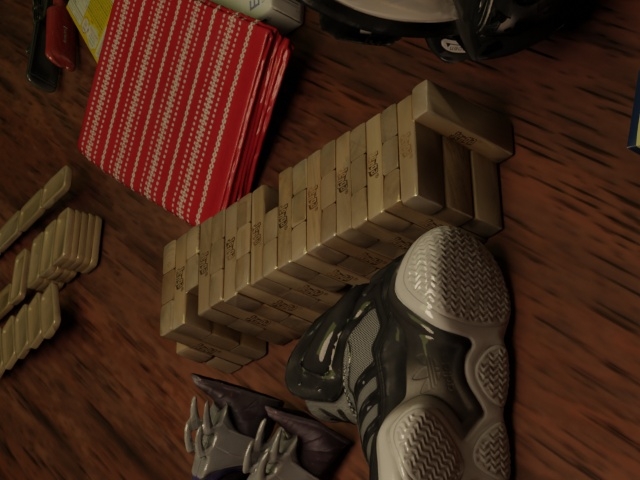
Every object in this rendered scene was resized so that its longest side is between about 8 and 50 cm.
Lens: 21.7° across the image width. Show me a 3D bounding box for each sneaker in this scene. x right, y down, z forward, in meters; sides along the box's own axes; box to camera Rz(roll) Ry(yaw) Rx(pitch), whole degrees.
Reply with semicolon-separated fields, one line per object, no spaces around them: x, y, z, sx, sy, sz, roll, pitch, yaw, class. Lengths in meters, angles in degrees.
0.049;0.128;1.158;0.153;0.101;0.268;-26;45;44;sneaker

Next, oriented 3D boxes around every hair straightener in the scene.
-0.322;-0.253;1.923;0.089;0.047;0.230;-42;41;31;hair straightener

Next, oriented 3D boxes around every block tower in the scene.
0.000;0.000;1.304;0.335;0.091;0.097;-32;48;40;block tower

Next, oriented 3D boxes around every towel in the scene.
-0.133;-0.132;1.557;0.275;0.031;0.199;30;108;48;towel

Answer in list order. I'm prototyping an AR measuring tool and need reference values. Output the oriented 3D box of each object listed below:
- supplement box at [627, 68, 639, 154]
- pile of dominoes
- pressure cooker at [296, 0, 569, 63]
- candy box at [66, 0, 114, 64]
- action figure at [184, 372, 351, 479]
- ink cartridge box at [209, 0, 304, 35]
0.249;-0.073;1.019;0.083;0.083;0.056;-10;63;51;supplement box
-0.304;0.052;1.748;0.251;0.040;0.196;-36;44;48;pile of dominoes
0.059;-0.345;1.187;0.375;0.370;0.420;-57;32;20;pressure cooker
-0.223;-0.251;1.798;0.105;0.027;0.206;-60;34;20;candy box
-0.085;0.254;1.262;0.185;0.099;0.285;18;88;50;action figure
-0.099;-0.261;1.631;0.224;0.045;0.223;-29;49;42;ink cartridge box
